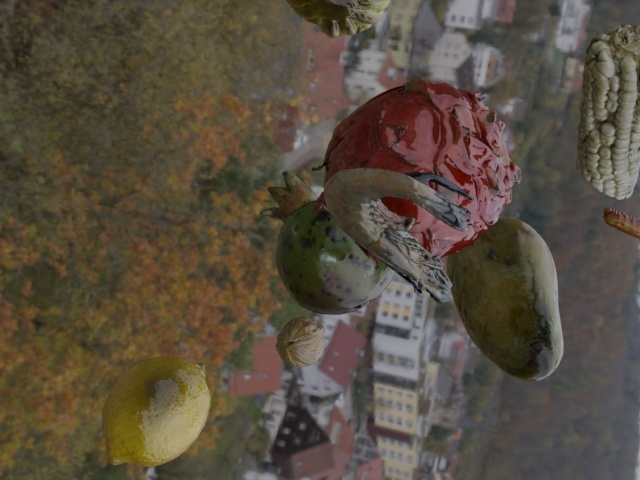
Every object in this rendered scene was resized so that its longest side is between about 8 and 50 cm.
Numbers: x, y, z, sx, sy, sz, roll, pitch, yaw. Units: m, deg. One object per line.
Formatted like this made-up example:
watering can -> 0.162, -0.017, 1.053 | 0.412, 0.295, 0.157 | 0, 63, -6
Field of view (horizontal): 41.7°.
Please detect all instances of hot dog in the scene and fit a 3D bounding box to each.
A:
hot dog -> 0.631, -0.026, 1.676 | 0.038, 0.144, 0.062 | -67, 172, 13

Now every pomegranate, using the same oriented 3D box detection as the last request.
pomegranate -> -0.004, 0.005, 1.481 | 0.231, 0.286, 0.231 | -51, 169, -14

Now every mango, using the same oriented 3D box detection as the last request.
mango -> 0.318, 0.097, 1.412 | 0.176, 0.176, 0.329 | 78, -2, -56

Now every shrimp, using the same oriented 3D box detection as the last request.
shrimp -> 0.103, -0.009, 0.879 | 0.219, 0.152, 0.046 | 45, 52, -30

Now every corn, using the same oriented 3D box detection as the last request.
corn -> 0.307, -0.128, 0.879 | 0.211, 0.087, 0.087 | 85, 22, -49

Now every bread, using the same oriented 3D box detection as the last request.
bread -> 0.027, -0.460, 1.506 | 0.104, 0.213, 0.213 | -82, 173, -49

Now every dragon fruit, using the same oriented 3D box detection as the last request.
dragon fruit -> 0.124, -0.084, 1.070 | 0.252, 0.241, 0.241 | -49, 178, 24

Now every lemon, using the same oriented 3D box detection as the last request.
lemon -> -0.308, 0.320, 1.588 | 0.256, 0.188, 0.188 | -49, 151, -33

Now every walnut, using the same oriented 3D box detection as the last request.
walnut -> -0.038, 0.207, 1.720 | 0.124, 0.105, 0.105 | -7, 108, -73
